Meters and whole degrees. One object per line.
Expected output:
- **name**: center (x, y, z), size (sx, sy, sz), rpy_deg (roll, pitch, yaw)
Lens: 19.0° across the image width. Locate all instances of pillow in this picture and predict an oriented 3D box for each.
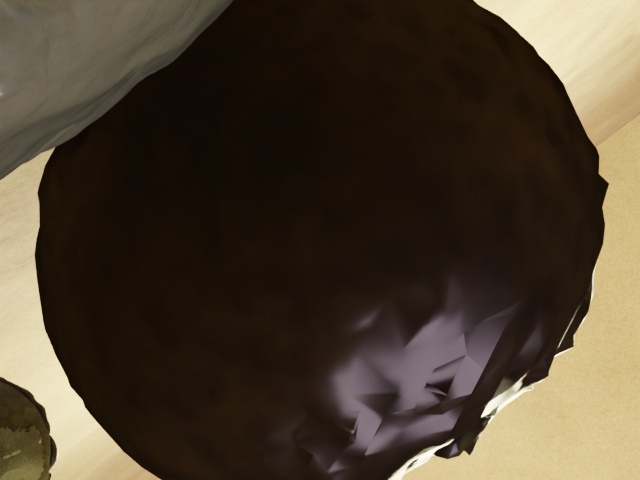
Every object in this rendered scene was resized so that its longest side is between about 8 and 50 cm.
- **pillow**: center (-0.158, -0.105, 0.908), size (0.310, 0.138, 0.283), rpy_deg (-34, 171, -43)

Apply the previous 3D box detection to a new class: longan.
- **longan**: center (0.000, 0.000, 1.290), size (0.391, 0.391, 0.391), rpy_deg (-37, 171, -7)

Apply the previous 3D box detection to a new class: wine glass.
- **wine glass**: center (-0.353, 0.231, 1.841), size (0.156, 0.156, 0.232), rpy_deg (-33, 174, -30)
